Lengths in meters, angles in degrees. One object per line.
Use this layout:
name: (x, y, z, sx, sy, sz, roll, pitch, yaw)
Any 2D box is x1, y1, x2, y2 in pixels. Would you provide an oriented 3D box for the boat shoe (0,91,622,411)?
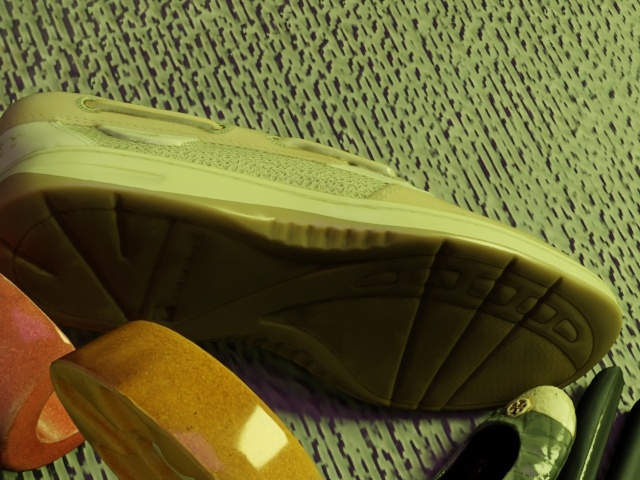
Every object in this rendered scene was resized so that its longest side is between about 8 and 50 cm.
boat shoe: (0.000, 0.000, 0.544, 0.302, 0.109, 0.098, 12, 38, -20)

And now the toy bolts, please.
toy bolts: (-0.114, 0.115, 0.400, 0.228, 0.218, 0.158, 34, 63, 23)

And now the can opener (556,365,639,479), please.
can opener: (0.122, 0.130, 0.544, 0.059, 0.073, 0.186, 47, 44, -6)

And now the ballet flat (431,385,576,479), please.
ballet flat: (0.054, 0.115, 0.523, 0.173, 0.057, 0.049, -38, 99, -29)
